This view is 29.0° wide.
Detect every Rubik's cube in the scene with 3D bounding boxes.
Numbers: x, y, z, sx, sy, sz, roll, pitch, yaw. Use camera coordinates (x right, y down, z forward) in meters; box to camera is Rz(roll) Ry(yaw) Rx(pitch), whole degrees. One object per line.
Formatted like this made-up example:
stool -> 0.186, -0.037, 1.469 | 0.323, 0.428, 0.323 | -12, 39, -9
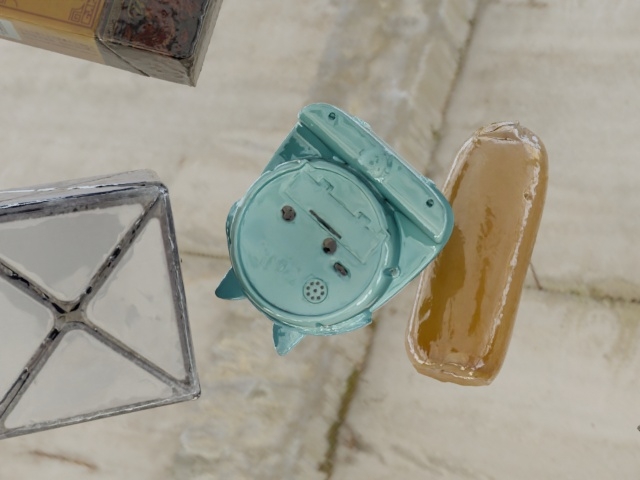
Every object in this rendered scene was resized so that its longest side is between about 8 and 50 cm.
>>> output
Rubik's cube -> -0.288, 0.064, 1.430 | 0.260, 0.259, 0.254 | -8, -82, -8

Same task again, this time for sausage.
sausage -> 0.198, 0.000, 1.530 | 0.134, 0.116, 0.353 | 9, -107, 16

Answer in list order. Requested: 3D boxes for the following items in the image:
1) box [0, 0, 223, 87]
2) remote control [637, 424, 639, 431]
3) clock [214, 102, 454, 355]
box -> -0.319, -0.375, 1.579 | 0.415, 0.116, 0.264 | 15, -103, 3
remote control -> 0.474, 0.170, 1.390 | 0.245, 0.063, 0.025 | -21, -102, -2
clock -> 0.000, 0.000, 1.426 | 0.223, 0.094, 0.274 | 41, -83, 11
